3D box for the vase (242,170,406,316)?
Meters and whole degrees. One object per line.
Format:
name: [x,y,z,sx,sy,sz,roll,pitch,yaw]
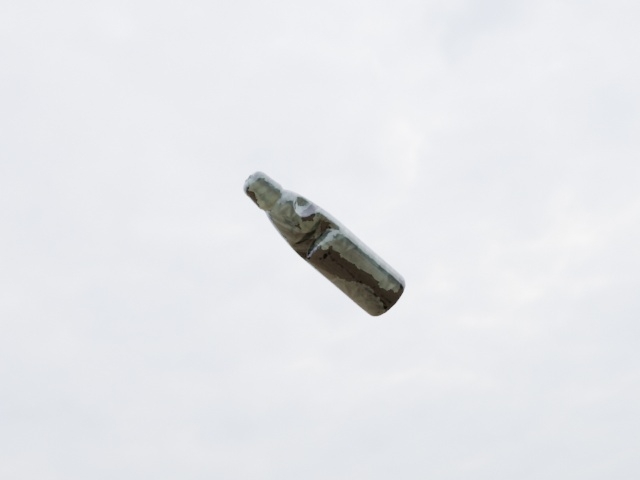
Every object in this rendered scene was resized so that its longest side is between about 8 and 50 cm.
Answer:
vase: [0.000,0.000,0.908,0.211,0.060,0.060,40,-52,-16]
